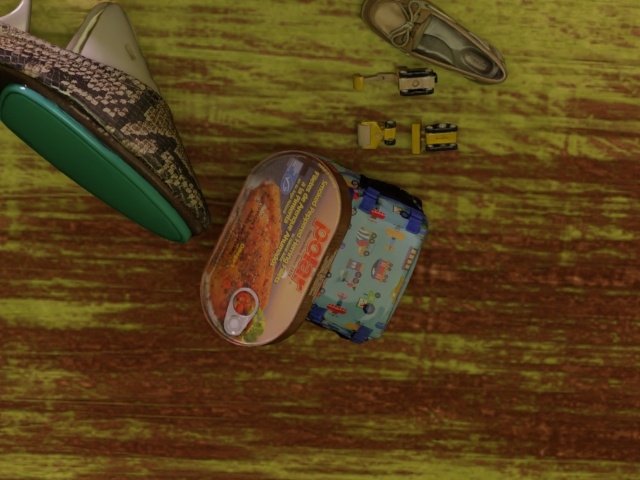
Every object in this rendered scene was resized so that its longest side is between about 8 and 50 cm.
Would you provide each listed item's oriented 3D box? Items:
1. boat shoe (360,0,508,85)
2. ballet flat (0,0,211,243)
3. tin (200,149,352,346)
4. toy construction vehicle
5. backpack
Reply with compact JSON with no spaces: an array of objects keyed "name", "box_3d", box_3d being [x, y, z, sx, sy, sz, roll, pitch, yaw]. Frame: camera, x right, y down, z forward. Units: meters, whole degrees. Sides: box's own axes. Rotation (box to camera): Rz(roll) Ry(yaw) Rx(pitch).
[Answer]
[{"name":"boat shoe","box_3d":[0.110,-0.193,1.882,0.153,0.048,0.056,31,97,-11]},{"name":"ballet flat","box_3d":[-0.287,-0.179,1.803,0.483,0.164,0.182,27,74,-9]},{"name":"tin","box_3d":[-0.039,0.009,1.813,0.106,0.040,0.190,31,99,28]},{"name":"toy construction vehicle","box_3d":[0.082,-0.127,1.905,0.098,0.035,0.086,-6,113,-2]},{"name":"backpack","box_3d":[0.000,0.000,1.879,0.173,0.117,0.158,27,97,-8]}]
